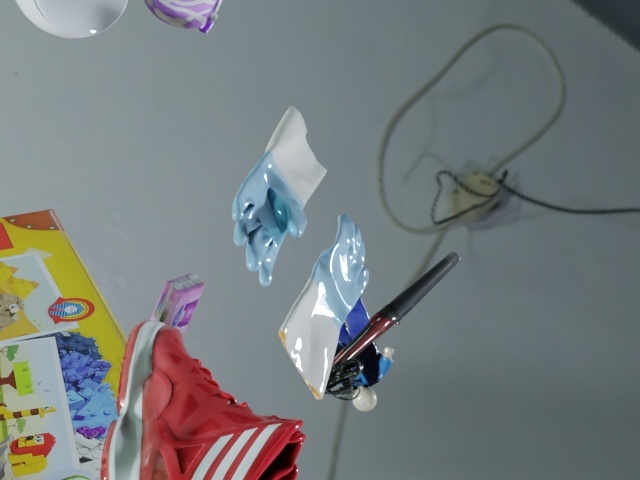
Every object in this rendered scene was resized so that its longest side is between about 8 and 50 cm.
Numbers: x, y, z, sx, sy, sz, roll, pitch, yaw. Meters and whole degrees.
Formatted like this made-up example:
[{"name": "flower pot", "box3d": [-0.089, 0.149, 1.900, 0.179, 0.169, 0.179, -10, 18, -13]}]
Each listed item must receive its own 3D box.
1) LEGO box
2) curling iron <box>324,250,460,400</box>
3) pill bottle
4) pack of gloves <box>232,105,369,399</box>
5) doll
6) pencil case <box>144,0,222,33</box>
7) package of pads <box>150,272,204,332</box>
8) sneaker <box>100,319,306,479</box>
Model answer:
[{"name": "LEGO box", "box3d": [-0.357, 0.185, 0.948, 0.372, 0.500, 0.193, -12, 121, -23]}, {"name": "curling iron", "box3d": [0.099, 0.120, 1.464, 0.274, 0.068, 0.035, -46, 142, -7]}, {"name": "pill bottle", "box3d": [-0.264, -0.276, 1.081, 0.121, 0.216, 0.121, -9, 114, -20]}, {"name": "pack of gloves", "box3d": [0.000, 0.000, 0.986, 0.195, 0.046, 0.232, 60, 29, -23]}, {"name": "doll", "box3d": [0.045, 0.169, 1.582, 0.046, 0.129, 0.189, -44, 118, -71]}, {"name": "pencil case", "box3d": [-0.106, -0.287, 1.029, 0.088, 0.206, 0.086, 44, 54, -4]}, {"name": "package of pads", "box3d": [-0.180, 0.082, 1.307, 0.032, 0.083, 0.050, 42, 34, 25]}, {"name": "sneaker", "box3d": [-0.076, 0.129, 0.720, 0.128, 0.221, 0.087, 4, 117, -5]}]
